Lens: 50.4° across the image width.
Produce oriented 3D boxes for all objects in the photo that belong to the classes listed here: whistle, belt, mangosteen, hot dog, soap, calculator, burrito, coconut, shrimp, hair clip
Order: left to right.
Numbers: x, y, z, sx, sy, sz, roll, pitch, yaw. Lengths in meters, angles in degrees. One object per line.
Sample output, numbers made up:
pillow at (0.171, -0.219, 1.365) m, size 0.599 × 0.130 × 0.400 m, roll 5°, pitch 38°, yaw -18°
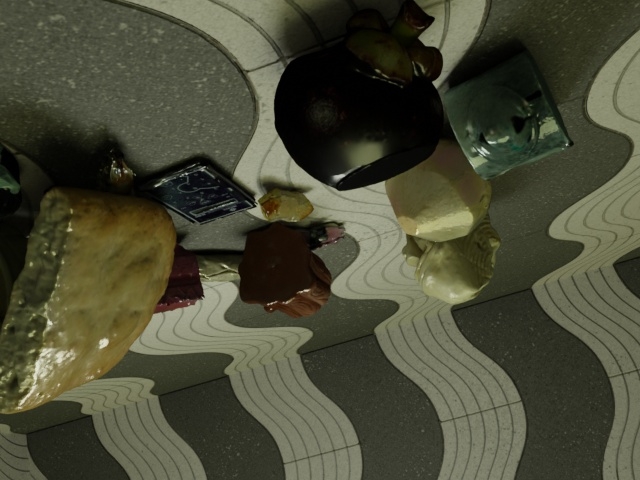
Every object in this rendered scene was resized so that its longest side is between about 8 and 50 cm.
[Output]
belt at (-0.572, -0.099, 1.110) m, size 0.151 × 0.078 × 0.198 m, roll -11°, pitch 159°, yaw -4°
shrimp at (-0.427, -0.100, 1.256) m, size 0.169 × 0.058 × 0.296 m, roll -6°, pitch 163°, yaw -17°
soap at (-0.428, 0.083, 1.574) m, size 0.289 × 0.182 × 0.112 m, roll -6°, pitch 162°, yaw -38°
calculator at (-0.254, -0.093, 1.431) m, size 0.166 × 0.028 × 0.274 m, roll -19°, pitch 161°, yaw 13°
burrito at (-0.275, 0.081, 1.832) m, size 0.392 × 0.076 × 0.117 m, roll 0°, pitch 157°, yaw -38°
hot dog at (-0.090, -0.081, 1.528) m, size 0.169 × 0.061 × 0.078 m, roll 8°, pitch 109°, yaw -51°
hair clip at (-0.002, -0.008, 1.837) m, size 0.146 × 0.056 × 0.187 m, roll -14°, pitch 170°, yaw -3°
mangosteen at (0.072, -0.211, 1.023) m, size 0.288 × 0.233 × 0.287 m, roll -18°, pitch 165°, yaw -5°
coconut at (0.250, -0.105, 1.450) m, size 0.237 × 0.236 × 0.197 m, roll -20°, pitch 119°, yaw 16°
whistle at (0.380, -0.215, 1.306) m, size 0.168 × 0.188 × 0.405 m, roll -25°, pitch 159°, yaw 26°

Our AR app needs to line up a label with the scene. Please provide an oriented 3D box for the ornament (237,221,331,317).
ornament at (-0.084, 0.100, 1.761) m, size 0.221 × 0.235 × 0.217 m, roll -54°, pitch 153°, yaw -4°

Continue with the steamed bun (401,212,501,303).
steamed bun at (0.340, 0.033, 1.821) m, size 0.276 × 0.288 × 0.203 m, roll -1°, pitch 160°, yaw -43°

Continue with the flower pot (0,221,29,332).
flower pot at (-0.642, 0.104, 1.332) m, size 0.308 × 0.307 × 0.244 m, roll -20°, pitch 174°, yaw 14°

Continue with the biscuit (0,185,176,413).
biscuit at (-0.423, 0.115, 1.293) m, size 0.104 × 0.429 × 0.446 m, roll 25°, pitch -174°, yaw 16°
